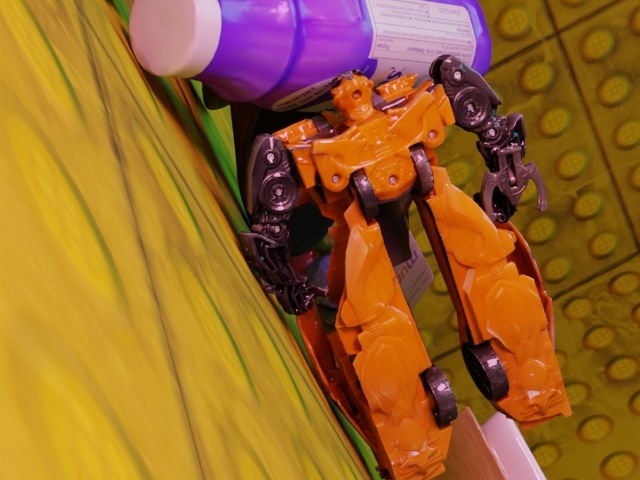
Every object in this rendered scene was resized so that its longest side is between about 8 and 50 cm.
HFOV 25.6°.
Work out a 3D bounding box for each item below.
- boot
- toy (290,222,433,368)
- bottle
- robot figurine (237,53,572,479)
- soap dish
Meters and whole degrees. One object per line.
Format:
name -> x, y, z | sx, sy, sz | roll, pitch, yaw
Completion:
boot -> -0.068, -0.126, 1.207 | 0.280, 0.096, 0.264 | -170, -109, -69
toy -> 0.000, 0.000, 1.180 | 0.056, 0.137, 0.237 | 12, 34, -30
bottle -> -0.003, -0.139, 0.974 | 0.282, 0.118, 0.092 | -3, 75, -48
robot figurine -> 0.060, 0.018, 0.968 | 0.291, 0.211, 0.085 | 70, -12, -17
soap dish -> 0.169, 0.280, 1.265 | 0.229, 0.118, 0.291 | 63, 1, 17
